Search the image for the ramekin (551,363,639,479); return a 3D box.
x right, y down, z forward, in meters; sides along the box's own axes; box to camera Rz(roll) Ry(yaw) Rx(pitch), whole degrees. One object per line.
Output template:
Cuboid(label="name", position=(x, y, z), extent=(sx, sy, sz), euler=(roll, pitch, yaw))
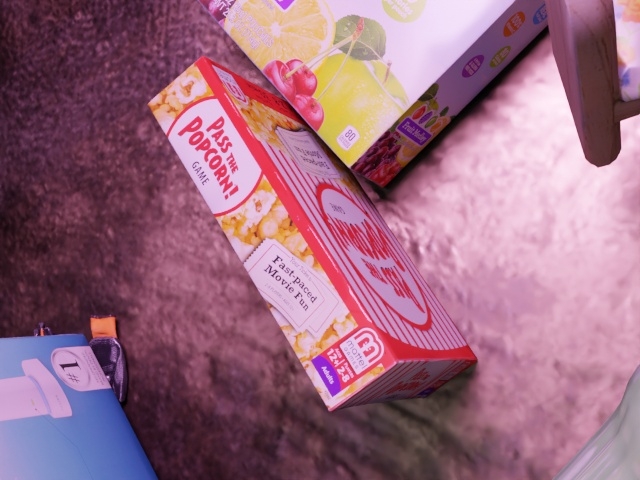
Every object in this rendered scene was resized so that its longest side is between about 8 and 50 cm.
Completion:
Cuboid(label="ramekin", position=(0.190, 0.194, 0.355), extent=(0.148, 0.303, 0.303), euler=(-49, 68, 19))

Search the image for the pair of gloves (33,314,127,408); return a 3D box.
Cuboid(label="pair of gloves", position=(-0.174, 0.092, 0.679), extent=(0.083, 0.010, 0.074), euler=(-9, 84, 21))

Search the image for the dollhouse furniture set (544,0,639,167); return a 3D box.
Cuboid(label="dollhouse furniture set", position=(0.230, -0.287, 0.367), extent=(0.362, 0.256, 0.394), euler=(-15, 68, 12))

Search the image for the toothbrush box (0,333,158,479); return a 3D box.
Cuboid(label="toothbrush box", position=(-0.215, 0.176, 0.526), extent=(0.126, 0.295, 0.216), euler=(-36, 75, 17))

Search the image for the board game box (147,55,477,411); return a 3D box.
Cuboid(label="board game box", position=(0.000, 0.000, 0.540), extent=(0.045, 0.147, 0.193), euler=(-38, 71, 16))

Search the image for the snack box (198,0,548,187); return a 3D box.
Cuboid(label="snack box", position=(0.047, -0.168, 0.581), extent=(0.207, 0.070, 0.174), euler=(-45, 69, 11))
